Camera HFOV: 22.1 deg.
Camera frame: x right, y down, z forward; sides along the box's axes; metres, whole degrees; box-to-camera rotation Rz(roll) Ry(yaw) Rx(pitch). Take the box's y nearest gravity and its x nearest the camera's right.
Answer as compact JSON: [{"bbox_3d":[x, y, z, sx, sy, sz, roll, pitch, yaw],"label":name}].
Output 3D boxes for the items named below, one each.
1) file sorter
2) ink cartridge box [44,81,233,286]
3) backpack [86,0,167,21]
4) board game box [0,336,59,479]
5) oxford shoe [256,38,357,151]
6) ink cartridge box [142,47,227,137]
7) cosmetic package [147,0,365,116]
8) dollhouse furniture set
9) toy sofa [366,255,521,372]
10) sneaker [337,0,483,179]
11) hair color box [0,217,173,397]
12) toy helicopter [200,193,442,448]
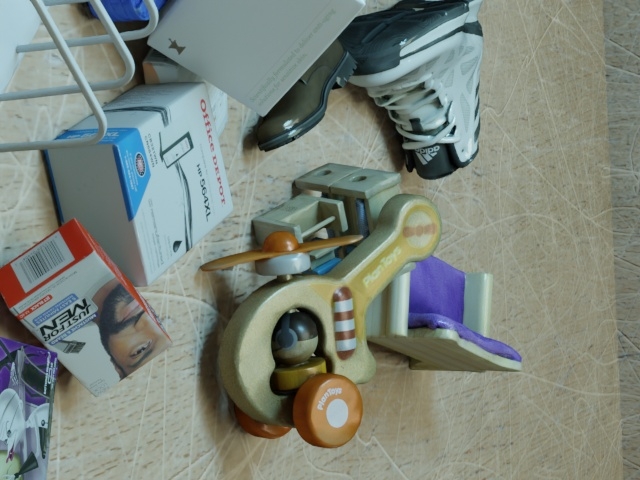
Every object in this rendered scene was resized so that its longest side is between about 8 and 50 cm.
[{"bbox_3d":[-0.236,-0.229,1.374,0.193,0.173,0.278,64,33,-42],"label":"file sorter"},{"bbox_3d":[-0.174,-0.059,1.613,0.203,0.086,0.148,-47,130,-58],"label":"ink cartridge box"},{"bbox_3d":[-0.186,-0.272,1.587,0.098,0.101,0.120,-47,135,-50],"label":"backpack"},{"bbox_3d":[-0.302,0.247,1.346,0.208,0.056,0.347,24,67,-60],"label":"board game box"},{"bbox_3d":[-0.036,-0.187,1.978,0.096,0.083,0.227,55,35,-23],"label":"oxford shoe"},{"bbox_3d":[-0.143,-0.161,1.776,0.145,0.045,0.179,-67,165,-45],"label":"ink cartridge box"},{"bbox_3d":[-0.037,-0.331,1.726,0.155,0.197,0.365,32,42,-17],"label":"cosmetic package"},{"bbox_3d":[0.000,0.000,2.007,0.183,0.129,0.129,-28,117,-38],"label":"dollhouse furniture set"},{"bbox_3d":[0.154,0.086,2.253,0.362,0.177,0.150,26,65,-63],"label":"toy sofa"},{"bbox_3d":[0.151,-0.200,2.276,0.447,0.169,0.257,-36,119,-66],"label":"sneaker"},{"bbox_3d":[-0.214,0.064,1.492,0.053,0.093,0.167,54,-1,38],"label":"hair color box"},{"bbox_3d":[0.012,0.055,1.876,0.355,0.140,0.235,-45,117,-29],"label":"toy helicopter"}]
